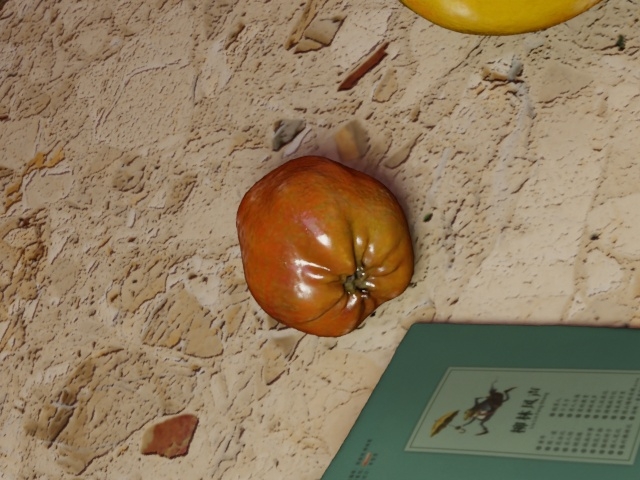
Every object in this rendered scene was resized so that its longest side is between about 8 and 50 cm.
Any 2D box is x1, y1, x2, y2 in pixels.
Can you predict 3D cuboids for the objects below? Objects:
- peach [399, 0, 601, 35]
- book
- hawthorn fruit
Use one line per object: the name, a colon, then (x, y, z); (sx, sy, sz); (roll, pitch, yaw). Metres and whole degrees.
peach: (0.202, -0.338, 1.226); (0.308, 0.289, 0.289); (-5, 64, -12)
book: (0.200, 0.155, 1.083); (0.379, 0.031, 0.264); (-1, 32, 32)
hawthorn fruit: (0.000, 0.000, 1.270); (0.189, 0.189, 0.189); (-11, 67, 27)
